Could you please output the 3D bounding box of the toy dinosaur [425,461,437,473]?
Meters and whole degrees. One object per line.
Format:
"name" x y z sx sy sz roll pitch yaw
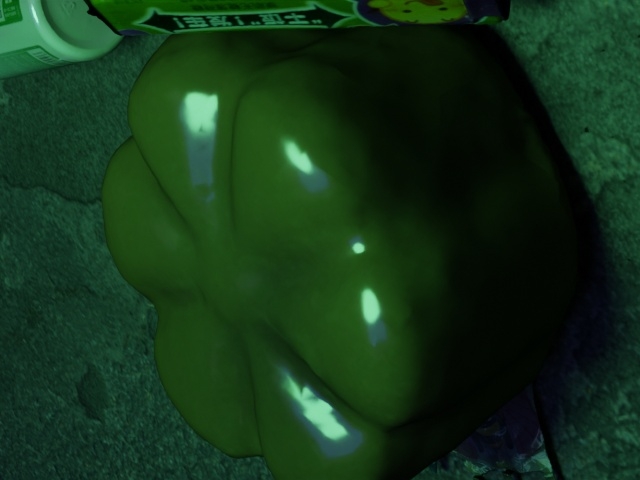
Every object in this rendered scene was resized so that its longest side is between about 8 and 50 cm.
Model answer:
"toy dinosaur" -0.024 0.147 1.977 0.363 0.076 0.147 47 130 15

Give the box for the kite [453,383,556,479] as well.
"kite" 0.178 0.218 1.831 0.204 0.022 0.360 -15 99 53

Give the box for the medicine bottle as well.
"medicine bottle" -0.330 -0.245 2.002 0.274 0.133 0.133 -5 111 50

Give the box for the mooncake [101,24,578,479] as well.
"mooncake" 0.000 0.000 1.685 0.467 0.262 0.467 32 136 36

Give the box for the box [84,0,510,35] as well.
"box" -0.021 -0.230 1.521 0.345 0.134 0.097 -1 76 14
